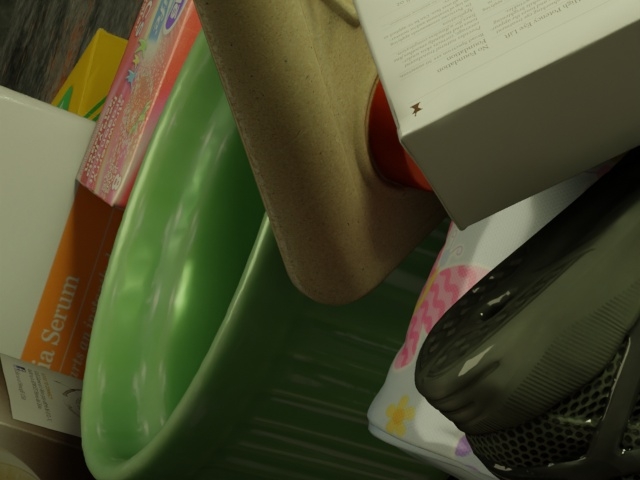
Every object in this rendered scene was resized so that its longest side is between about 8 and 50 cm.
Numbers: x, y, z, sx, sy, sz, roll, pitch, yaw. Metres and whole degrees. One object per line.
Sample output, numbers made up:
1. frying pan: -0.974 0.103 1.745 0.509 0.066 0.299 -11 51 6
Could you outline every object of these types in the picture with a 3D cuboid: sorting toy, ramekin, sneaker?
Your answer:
1. sorting toy: 0.043 -0.148 0.665 0.041 0.307 0.229 23 53 41
2. ramekin: 0.000 0.000 0.886 0.303 0.148 0.303 -56 23 38
3. sneaker: 0.155 0.018 0.583 0.227 0.130 0.087 -42 15 -4

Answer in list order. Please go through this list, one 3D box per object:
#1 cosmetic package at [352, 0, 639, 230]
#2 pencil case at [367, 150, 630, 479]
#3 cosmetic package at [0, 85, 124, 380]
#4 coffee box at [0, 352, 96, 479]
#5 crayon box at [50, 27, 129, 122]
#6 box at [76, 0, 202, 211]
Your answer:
1. cosmetic package: 0.132 -0.100 0.570 0.239 0.060 0.099 -25 45 11
2. pencil case: 0.111 -0.026 0.679 0.124 0.113 0.273 173 117 -84
3. cosmetic package: -0.285 -0.003 1.204 0.161 0.453 0.230 -6 66 69
4. coffee box: -0.217 0.167 1.087 0.119 0.297 0.168 -120 52 -69
5. crayon box: -0.258 0.029 1.630 0.363 0.106 0.313 -44 30 50
6. box: -0.031 -0.144 1.119 0.300 0.154 0.142 -68 19 2
